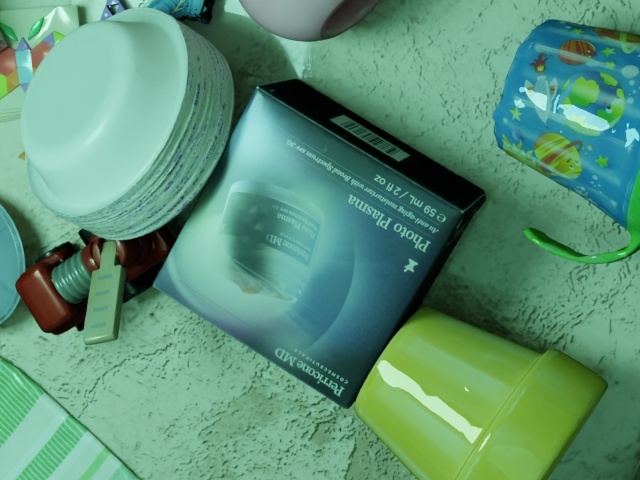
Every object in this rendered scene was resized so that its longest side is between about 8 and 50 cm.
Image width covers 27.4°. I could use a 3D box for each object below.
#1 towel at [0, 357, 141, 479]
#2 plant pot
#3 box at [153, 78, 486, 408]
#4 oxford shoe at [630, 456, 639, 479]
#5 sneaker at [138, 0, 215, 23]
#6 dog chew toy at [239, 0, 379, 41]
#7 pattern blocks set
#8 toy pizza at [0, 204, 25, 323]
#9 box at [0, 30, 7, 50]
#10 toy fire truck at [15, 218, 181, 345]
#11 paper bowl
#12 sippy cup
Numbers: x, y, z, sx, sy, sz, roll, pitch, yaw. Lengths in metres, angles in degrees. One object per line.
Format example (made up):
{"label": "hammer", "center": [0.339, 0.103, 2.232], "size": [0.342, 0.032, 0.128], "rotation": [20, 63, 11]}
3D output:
{"label": "towel", "center": [-0.441, 0.332, 1.893], "size": [0.325, 0.038, 0.248], "rotation": [42, 106, 5]}
{"label": "plant pot", "center": [0.181, 0.212, 1.598], "size": [0.239, 0.254, 0.254], "rotation": [33, 106, 14]}
{"label": "box", "center": [0.000, 0.000, 1.645], "size": [0.296, 0.183, 0.294], "rotation": [31, 107, 9]}
{"label": "oxford shoe", "center": [0.418, 0.459, 1.636], "size": [0.169, 0.130, 0.449], "rotation": [11, 103, 11]}
{"label": "sneaker", "center": [-0.178, -0.303, 1.704], "size": [0.162, 0.063, 0.073], "rotation": [-37, 92, 18]}
{"label": "dog chew toy", "center": [-0.061, -0.402, 1.590], "size": [0.206, 0.206, 0.332], "rotation": [-42, 79, 17]}
{"label": "pattern blocks set", "center": [-0.398, -0.241, 1.792], "size": [0.325, 0.026, 0.285], "rotation": [-18, 94, 17]}
{"label": "toy pizza", "center": [-0.484, 0.025, 1.844], "size": [0.201, 0.032, 0.201], "rotation": [5, 100, 30]}
{"label": "box", "center": [-0.567, -0.357, 1.742], "size": [0.154, 0.142, 0.300], "rotation": [-28, 84, 18]}
{"label": "toy fire truck", "center": [-0.297, 0.059, 1.698], "size": [0.217, 0.246, 0.158], "rotation": [-32, 90, 17]}
{"label": "paper bowl", "center": [-0.255, -0.153, 1.609], "size": [0.284, 0.148, 0.284], "rotation": [-18, 60, 33]}
{"label": "sippy cup", "center": [0.330, -0.145, 1.520], "size": [0.224, 0.240, 0.305], "rotation": [24, 66, 21]}
